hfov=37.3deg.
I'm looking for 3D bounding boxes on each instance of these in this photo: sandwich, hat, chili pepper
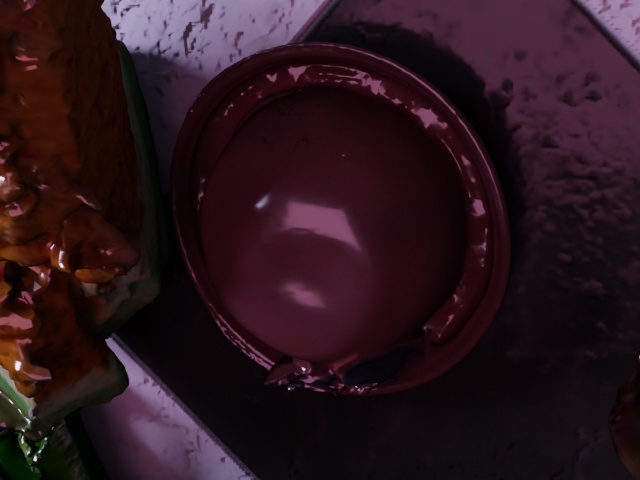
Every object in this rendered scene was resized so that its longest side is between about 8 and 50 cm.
[{"bbox_3d":[-0.163,-0.061,0.497,0.250,0.162,0.301,48,150,12],"label":"sandwich"},{"bbox_3d":[0.000,0.000,0.498,0.205,0.089,0.206,8,113,18],"label":"hat"},{"bbox_3d":[-0.172,0.183,0.653,0.108,0.062,0.216,2,115,47],"label":"chili pepper"}]

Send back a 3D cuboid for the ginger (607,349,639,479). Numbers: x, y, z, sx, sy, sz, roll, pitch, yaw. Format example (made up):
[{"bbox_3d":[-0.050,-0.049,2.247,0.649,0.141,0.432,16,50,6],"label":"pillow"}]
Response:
[{"bbox_3d":[0.263,0.046,0.316,0.200,0.269,0.223,56,130,27],"label":"ginger"}]
